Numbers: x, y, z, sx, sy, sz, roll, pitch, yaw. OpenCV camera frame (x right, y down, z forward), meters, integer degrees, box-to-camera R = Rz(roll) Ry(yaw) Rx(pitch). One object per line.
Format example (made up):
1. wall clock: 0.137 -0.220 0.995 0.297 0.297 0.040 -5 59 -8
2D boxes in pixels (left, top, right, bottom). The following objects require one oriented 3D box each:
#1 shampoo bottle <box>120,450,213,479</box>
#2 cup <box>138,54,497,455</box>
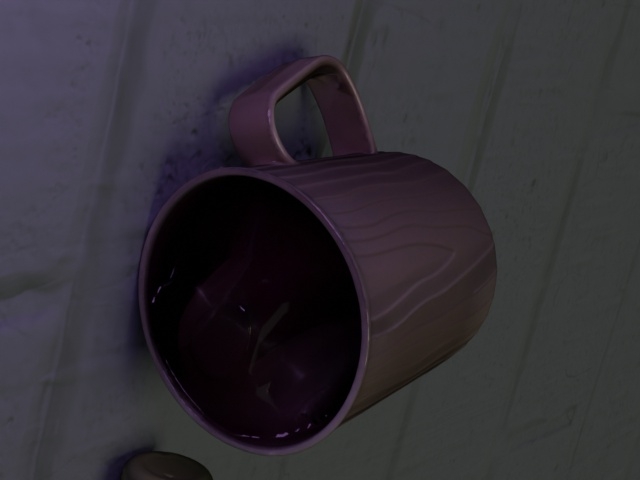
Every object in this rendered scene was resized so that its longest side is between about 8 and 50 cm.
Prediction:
1. shampoo bottle: -0.144 0.265 1.388 0.079 0.079 0.162 -12 120 -59
2. cup: -0.012 0.011 1.361 0.208 0.288 0.273 -41 168 29
